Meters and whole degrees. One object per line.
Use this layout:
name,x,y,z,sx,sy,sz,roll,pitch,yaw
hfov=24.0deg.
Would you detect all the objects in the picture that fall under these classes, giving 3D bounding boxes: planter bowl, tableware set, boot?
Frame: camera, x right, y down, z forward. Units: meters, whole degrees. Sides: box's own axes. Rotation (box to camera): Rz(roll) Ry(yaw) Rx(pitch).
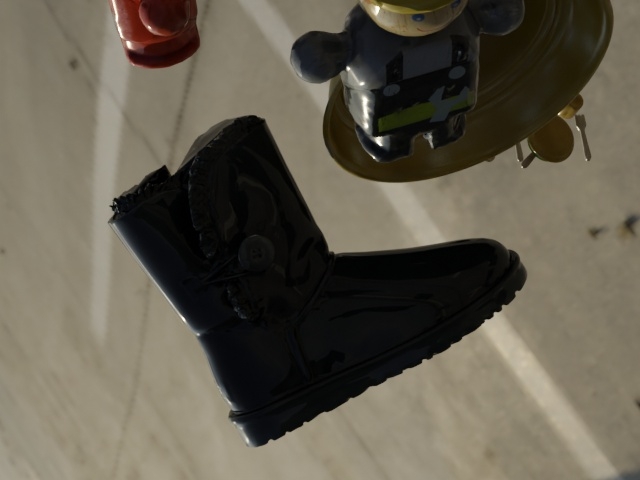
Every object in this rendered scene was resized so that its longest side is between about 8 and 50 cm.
planter bowl,0.087,-0.142,1.051,0.217,0.217,0.090,89,160,-59
tableware set,0.169,-0.116,1.355,0.024,0.154,0.104,142,124,-63
boot,0.000,0.000,1.052,0.207,0.246,0.094,63,173,-11

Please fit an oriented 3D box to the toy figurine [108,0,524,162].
toy figurine,0.009,-0.163,0.664,0.209,0.213,0.148,25,154,17
